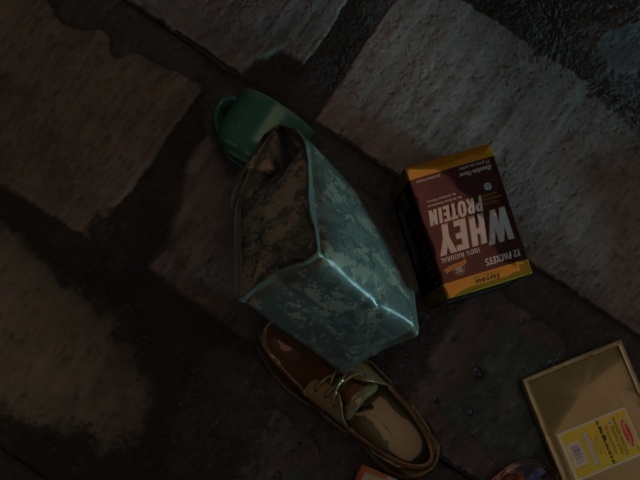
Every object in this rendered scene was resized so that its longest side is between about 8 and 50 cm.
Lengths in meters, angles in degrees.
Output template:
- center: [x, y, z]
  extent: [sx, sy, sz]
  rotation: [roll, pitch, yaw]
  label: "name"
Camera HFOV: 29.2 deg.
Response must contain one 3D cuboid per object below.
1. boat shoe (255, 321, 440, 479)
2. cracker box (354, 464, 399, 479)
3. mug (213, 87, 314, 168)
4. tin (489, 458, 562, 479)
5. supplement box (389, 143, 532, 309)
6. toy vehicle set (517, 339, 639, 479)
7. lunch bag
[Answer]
- center: [0.049, 0.219, 1.787]
  extent: [0.324, 0.120, 0.122]
  rotation: [39, 80, 3]
  label: "boat shoe"
- center: [0.136, 0.436, 1.744]
  extent: [0.232, 0.067, 0.155]
  rotation: [20, 79, 25]
  label: "cracker box"
- center: [-0.093, -0.153, 1.845]
  extent: [0.129, 0.158, 0.097]
  rotation: [35, 82, -22]
  label: "mug"
- center: [0.272, 0.400, 1.791]
  extent: [0.190, 0.040, 0.106]
  rotation: [-36, 46, -8]
  label: "tin"
- center: [0.200, -0.014, 1.798]
  extent: [0.129, 0.191, 0.194]
  rotation: [-16, 83, -6]
  label: "supplement box"
- center: [0.422, 0.302, 1.840]
  extent: [0.166, 0.035, 0.266]
  rotation: [-20, 83, -7]
  label: "toy vehicle set"
- center: [0.000, 0.000, 1.733]
  extent: [0.169, 0.235, 0.287]
  rotation: [-30, 42, 26]
  label: "lunch bag"
